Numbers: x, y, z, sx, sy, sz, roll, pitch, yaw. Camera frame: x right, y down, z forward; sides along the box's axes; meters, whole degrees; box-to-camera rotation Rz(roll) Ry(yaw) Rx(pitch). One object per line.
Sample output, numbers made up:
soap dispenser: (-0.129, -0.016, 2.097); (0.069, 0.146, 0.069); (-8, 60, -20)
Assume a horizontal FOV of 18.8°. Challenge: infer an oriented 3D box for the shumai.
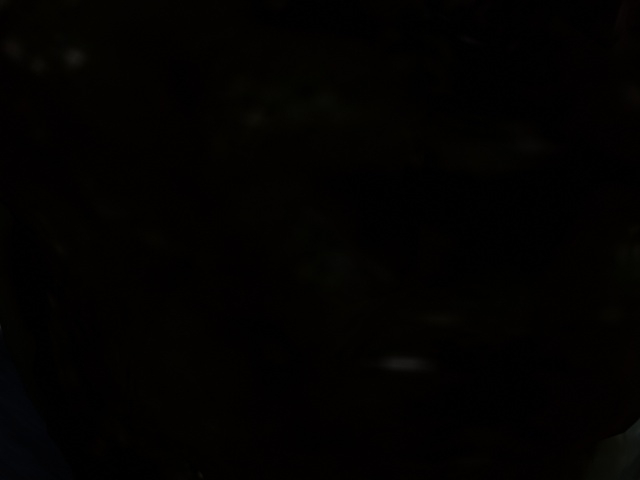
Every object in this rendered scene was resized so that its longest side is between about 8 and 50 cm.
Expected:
shumai: (0.002, -0.058, 0.488); (0.324, 0.397, 0.323); (28, 28, -1)
